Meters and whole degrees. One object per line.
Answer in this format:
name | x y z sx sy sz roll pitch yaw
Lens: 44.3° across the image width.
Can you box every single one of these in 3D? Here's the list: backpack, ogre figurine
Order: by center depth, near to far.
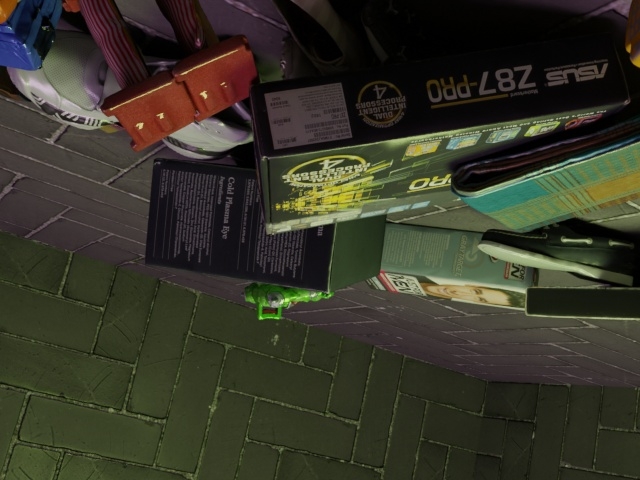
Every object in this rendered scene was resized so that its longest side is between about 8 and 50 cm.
backpack | -0.376 -0.286 0.973 0.098 0.120 0.101 15 155 1
ogre figurine | -0.068 0.095 1.468 0.118 0.096 0.197 -12 -154 -29

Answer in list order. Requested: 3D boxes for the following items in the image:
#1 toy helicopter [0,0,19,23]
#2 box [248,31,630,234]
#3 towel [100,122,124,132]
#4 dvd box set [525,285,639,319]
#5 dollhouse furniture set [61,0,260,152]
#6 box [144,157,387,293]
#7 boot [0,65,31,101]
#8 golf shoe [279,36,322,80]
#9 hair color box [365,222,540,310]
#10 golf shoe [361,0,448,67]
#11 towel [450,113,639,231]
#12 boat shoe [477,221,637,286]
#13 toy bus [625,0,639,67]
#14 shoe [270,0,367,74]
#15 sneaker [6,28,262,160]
toy helicopter | -0.446 -0.370 0.785 0.235 0.140 0.355 10 157 44
box | 0.115 -0.117 0.953 0.395 0.097 0.318 -10 169 -6
towel | -0.405 -0.220 1.444 0.060 0.009 0.083 0 160 42
dvd box set | 0.644 0.126 1.552 0.308 0.062 0.420 -3 174 44
dollhouse furniture set | -0.181 -0.255 0.680 0.152 0.201 0.374 -27 165 -4
box | -0.074 -0.032 1.343 0.313 0.179 0.343 7 -175 18
boot | -0.532 -0.274 1.213 0.106 0.082 0.219 7 166 9
golf shoe | 0.000 -0.221 1.036 0.086 0.069 0.176 -3 169 15
hair color box | 0.276 0.056 1.700 0.375 0.113 0.185 6 164 19
golf shoe | 0.087 -0.216 0.937 0.094 0.077 0.198 2 160 36
towel | 0.339 -0.080 1.015 0.271 0.040 0.370 -17 167 23
boat shoe | 0.438 0.012 1.452 0.303 0.091 0.114 14 175 -13
toy bus | 0.454 -0.170 0.749 0.333 0.108 0.130 12 167 -1
shoe | -0.006 -0.239 0.906 0.077 0.058 0.219 3 155 26
sneaker | -0.224 -0.217 1.083 0.366 0.137 0.210 17 164 -36
